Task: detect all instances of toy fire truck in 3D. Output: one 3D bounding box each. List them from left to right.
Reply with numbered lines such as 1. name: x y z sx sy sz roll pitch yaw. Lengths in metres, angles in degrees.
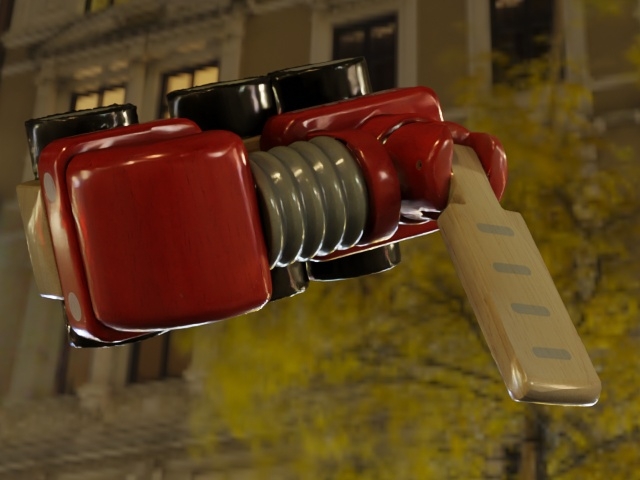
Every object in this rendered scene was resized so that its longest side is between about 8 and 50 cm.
1. toy fire truck: 0.000 0.000 0.683 0.217 0.158 0.246 -14 10 -29
